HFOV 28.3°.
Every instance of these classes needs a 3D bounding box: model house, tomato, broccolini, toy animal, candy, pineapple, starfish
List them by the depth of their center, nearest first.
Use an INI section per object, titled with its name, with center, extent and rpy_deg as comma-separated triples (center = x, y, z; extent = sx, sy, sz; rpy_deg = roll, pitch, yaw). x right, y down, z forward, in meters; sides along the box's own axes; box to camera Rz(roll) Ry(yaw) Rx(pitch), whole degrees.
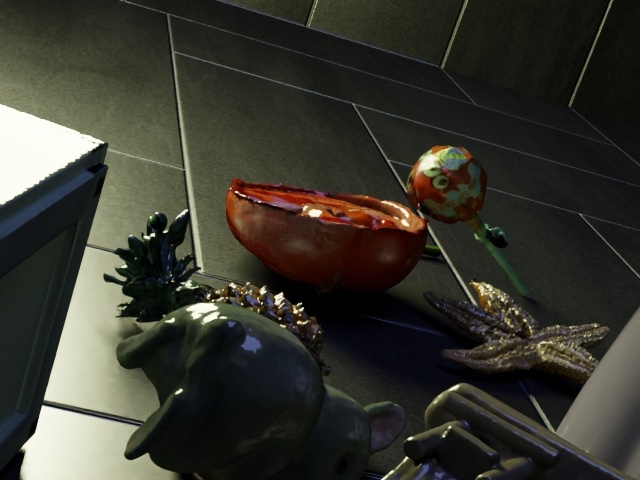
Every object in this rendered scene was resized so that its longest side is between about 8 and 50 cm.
[model house]
center = 0.118, 0.203, 0.823
extent = 0.229, 0.122, 0.188
rpy_deg = 32, 24, 27
[toy animal]
center = -0.020, 0.132, 0.913
extent = 0.251, 0.125, 0.127
rpy_deg = 25, -17, -38
[pineapple]
center = -0.082, 0.057, 1.078
extent = 0.221, 0.103, 0.083
rpy_deg = 28, 21, 23
[starfish]
center = 0.207, 0.105, 1.327
extent = 0.241, 0.043, 0.227
rpy_deg = -5, 27, -45
[tomato]
center = 0.001, 0.003, 1.336
extent = 0.228, 0.101, 0.228
rpy_deg = 14, 11, -3
[candy]
center = 0.181, -0.006, 1.441
extent = 0.078, 0.084, 0.287
rpy_deg = 41, -6, 43
[broccolini]
center = 0.088, -0.004, 1.540
extent = 0.140, 0.035, 0.030
rpy_deg = 11, 23, -26

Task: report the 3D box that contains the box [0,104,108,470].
[box]
center = -0.232, 0.052, 0.742
extent = 0.118, 0.224, 0.225
rpy_deg = 19, 18, 3

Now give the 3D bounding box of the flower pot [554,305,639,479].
[flower pot]
center = 0.339, 0.146, 1.029
extent = 0.265, 0.243, 0.265
rpy_deg = 19, 19, -7
